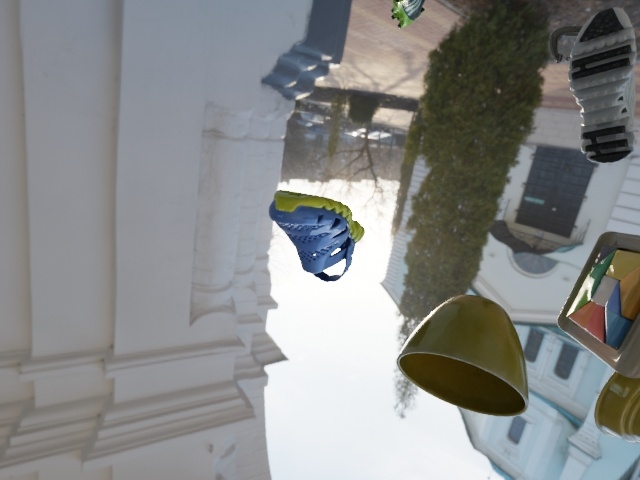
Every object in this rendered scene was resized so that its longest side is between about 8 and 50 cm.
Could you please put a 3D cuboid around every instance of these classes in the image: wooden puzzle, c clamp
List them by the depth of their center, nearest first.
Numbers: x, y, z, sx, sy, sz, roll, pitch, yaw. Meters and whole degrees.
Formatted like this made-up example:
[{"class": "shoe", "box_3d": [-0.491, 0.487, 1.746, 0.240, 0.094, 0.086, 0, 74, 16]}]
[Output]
[{"class": "wooden puzzle", "box_3d": [0.511, 0.092, 0.699, 0.044, 0.220, 0.238, 22, -171, 4]}, {"class": "c clamp", "box_3d": [0.600, -0.426, 0.907, 0.161, 0.137, 0.022, 15, 174, 16]}]

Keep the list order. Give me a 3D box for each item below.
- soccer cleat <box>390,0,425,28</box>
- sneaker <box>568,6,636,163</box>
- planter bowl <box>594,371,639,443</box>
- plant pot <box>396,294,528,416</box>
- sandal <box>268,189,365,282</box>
[{"class": "soccer cleat", "box_3d": [0.169, -0.472, 0.761, 0.060, 0.072, 0.179, 57, -169, 5]}, {"class": "sneaker", "box_3d": [0.574, -0.308, 0.807, 0.110, 0.292, 0.118, 8, -143, 44]}, {"class": "planter bowl", "box_3d": [0.567, 0.267, 0.642, 0.217, 0.217, 0.090, 5, -159, -18]}, {"class": "plant pot", "box_3d": [0.164, 0.117, 0.448, 0.134, 0.134, 0.095, 16, -124, 21]}, {"class": "sandal", "box_3d": [0.000, 0.000, 0.754, 0.126, 0.138, 0.317, 15, 172, 26]}]
